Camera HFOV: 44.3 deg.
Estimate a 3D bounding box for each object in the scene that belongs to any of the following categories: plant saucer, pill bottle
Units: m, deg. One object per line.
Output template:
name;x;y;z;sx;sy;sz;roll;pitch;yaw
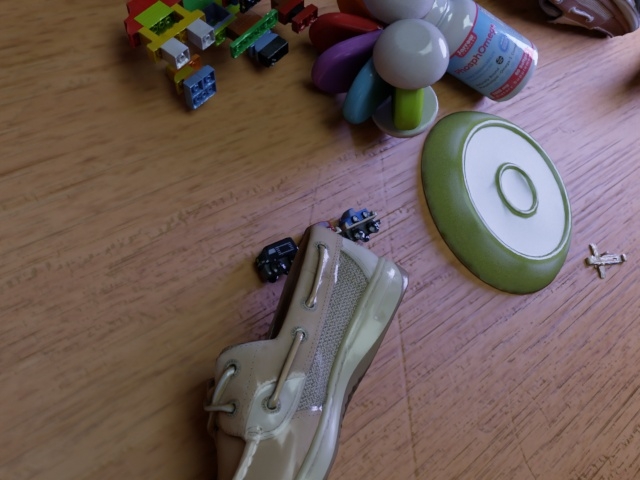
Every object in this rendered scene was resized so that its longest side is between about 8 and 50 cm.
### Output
plant saucer;0.225;-0.056;0.945;0.241;0.037;0.241;15;62;-29
pill bottle;0.181;-0.242;0.963;0.160;0.087;0.087;25;57;-24

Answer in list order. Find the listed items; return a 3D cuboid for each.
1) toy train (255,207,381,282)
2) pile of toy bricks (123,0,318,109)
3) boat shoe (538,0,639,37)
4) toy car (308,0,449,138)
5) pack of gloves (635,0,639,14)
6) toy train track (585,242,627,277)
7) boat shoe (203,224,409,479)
toy train;0.000;0.000;0.765;0.158;0.027;0.036;-22;73;-39
pile of toy bricks;-0.099;-0.225;0.760;0.105;0.118;0.212;37;65;19
boat shoe;0.374;-0.373;1.143;0.324;0.116;0.123;18;55;-53
toy car;0.056;-0.198;0.834;0.136;0.159;0.182;-7;71;-2
pack of gloves;0.517;-0.327;1.236;0.195;0.046;0.232;57;18;1
toy train track;0.380;0.024;1.035;0.083;0.014;0.048;-2;71;-37
boat shoe;-0.042;0.131;0.625;0.110;0.121;0.341;33;52;-4
